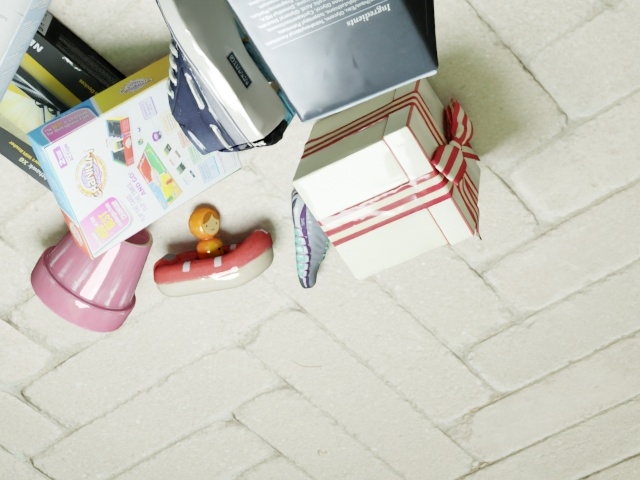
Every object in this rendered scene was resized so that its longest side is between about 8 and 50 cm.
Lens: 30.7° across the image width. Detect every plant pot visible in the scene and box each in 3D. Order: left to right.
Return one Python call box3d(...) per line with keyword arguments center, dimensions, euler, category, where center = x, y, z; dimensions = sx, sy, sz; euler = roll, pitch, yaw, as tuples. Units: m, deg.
box3d(center=(-0.411, 0.041, 2.165), dimensions=(0.201, 0.201, 0.180), euler=(28, 111, -19), category="plant pot")

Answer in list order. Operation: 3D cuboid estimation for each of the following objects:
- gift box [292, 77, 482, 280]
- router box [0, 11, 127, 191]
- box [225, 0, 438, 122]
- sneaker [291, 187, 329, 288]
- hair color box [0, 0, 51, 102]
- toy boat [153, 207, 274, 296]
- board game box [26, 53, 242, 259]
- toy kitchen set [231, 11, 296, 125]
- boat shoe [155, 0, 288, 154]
box3d(center=(0.142, -0.106, 1.965), dimensions=(0.258, 0.255, 0.276), euler=(-25, 119, 24), category="gift box")
box3d(center=(-0.490, -0.254, 1.976), dimensions=(0.243, 0.081, 0.309), euler=(-36, 120, 28), category="router box")
box3d(center=(-0.015, -0.415, 1.546), dimensions=(0.212, 0.293, 0.395), euler=(-20, 126, 19), category="box")
box3d(center=(0.000, 0.000, 2.171), dimensions=(0.098, 0.083, 0.224), euler=(-4, 130, 0), category="sneaker")
box3d(center=(-0.518, -0.376, 1.767), dimensions=(0.185, 0.113, 0.374), euler=(32, 111, -3), category="hair color box")
box3d(center=(-0.204, 0.012, 2.172), dimensions=(0.231, 0.151, 0.151), euler=(-10, 100, 11), category="toy boat")
box3d(center=(-0.301, -0.149, 1.948), dimensions=(0.316, 0.064, 0.242), euler=(-33, 132, -21), category="board game box")
box3d(center=(-0.058, -0.283, 1.864), dimensions=(0.166, 0.122, 0.207), euler=(-2, 137, 40), category="toy kitchen set")
box3d(center=(-0.201, -0.279, 1.818), dimensions=(0.158, 0.127, 0.340), euler=(-13, 115, 38), category="boat shoe")
